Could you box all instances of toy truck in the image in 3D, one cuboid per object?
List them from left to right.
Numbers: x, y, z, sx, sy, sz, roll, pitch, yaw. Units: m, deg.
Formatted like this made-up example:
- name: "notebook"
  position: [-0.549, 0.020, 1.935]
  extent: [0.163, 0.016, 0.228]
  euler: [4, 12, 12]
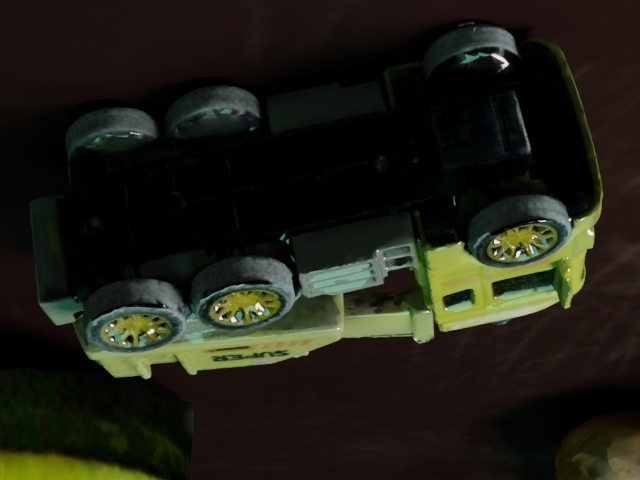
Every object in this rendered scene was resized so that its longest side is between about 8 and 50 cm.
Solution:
- name: "toy truck"
  position: [0.000, 0.000, 0.539]
  extent: [0.169, 0.077, 0.100]
  euler: [-13, 151, 2]

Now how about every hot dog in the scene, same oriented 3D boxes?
- name: "hot dog"
  position: [0.175, 0.145, 0.909]
  extent: [0.088, 0.061, 0.286]
  euler: [-2, 157, 11]

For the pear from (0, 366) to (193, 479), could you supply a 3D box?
- name: "pear"
  position: [-0.219, 0.207, 0.688]
  extent: [0.399, 0.165, 0.399]
  euler: [-18, 162, -6]
